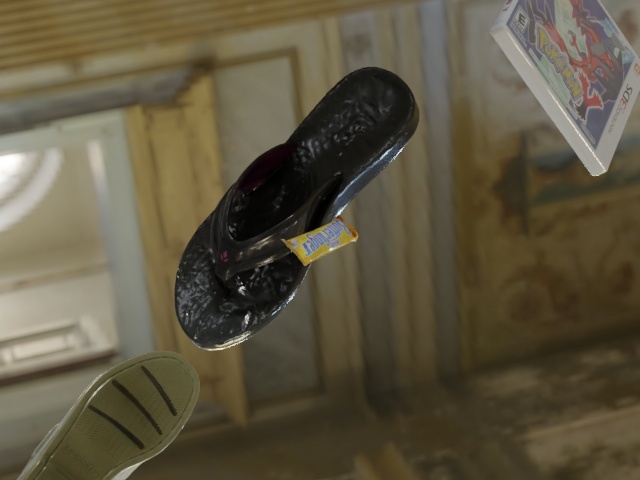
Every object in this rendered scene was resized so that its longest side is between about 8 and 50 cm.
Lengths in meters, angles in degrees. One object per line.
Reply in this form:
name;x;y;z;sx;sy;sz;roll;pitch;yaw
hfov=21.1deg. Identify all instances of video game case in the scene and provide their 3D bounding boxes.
video game case;0.266;-0.198;1.814;0.023;0.183;0.201;-20;-61;40

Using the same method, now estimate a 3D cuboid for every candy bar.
candy bar;0.000;0.000;1.958;0.040;0.161;0.018;45;-65;10

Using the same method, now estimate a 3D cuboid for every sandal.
sandal;-0.051;-0.060;2.252;0.167;0.445;0.107;32;-10;29

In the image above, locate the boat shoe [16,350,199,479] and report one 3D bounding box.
boat shoe;-0.259;0.236;1.909;0.113;0.302;0.103;49;-31;-5
